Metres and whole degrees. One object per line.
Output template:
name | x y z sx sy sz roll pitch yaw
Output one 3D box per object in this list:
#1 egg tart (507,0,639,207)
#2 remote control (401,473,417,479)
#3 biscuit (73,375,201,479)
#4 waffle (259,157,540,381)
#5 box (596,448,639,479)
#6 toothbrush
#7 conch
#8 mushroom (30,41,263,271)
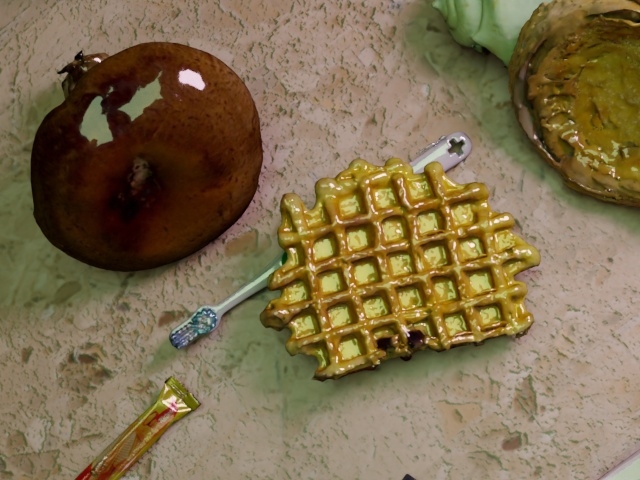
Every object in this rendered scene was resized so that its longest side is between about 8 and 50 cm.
egg tart | 0.343 -0.166 1.257 0.290 0.291 0.107 34 47 15
remote control | 0.080 0.300 1.289 0.034 0.016 0.091 33 84 30
biscuit | -0.255 0.273 1.347 0.048 0.026 0.292 45 88 -4
waffle | 0.082 0.044 1.306 0.309 0.065 0.283 30 83 8
box | 0.399 0.327 1.203 0.168 0.071 0.259 -35 74 0
toothbrush | 0.000 0.000 1.362 0.418 0.040 0.042 -35 93 -3
conch | 0.253 -0.271 1.347 0.250 0.137 0.144 9 51 -8
mushroom | -0.188 -0.107 1.342 0.267 0.267 0.255 3 44 10
